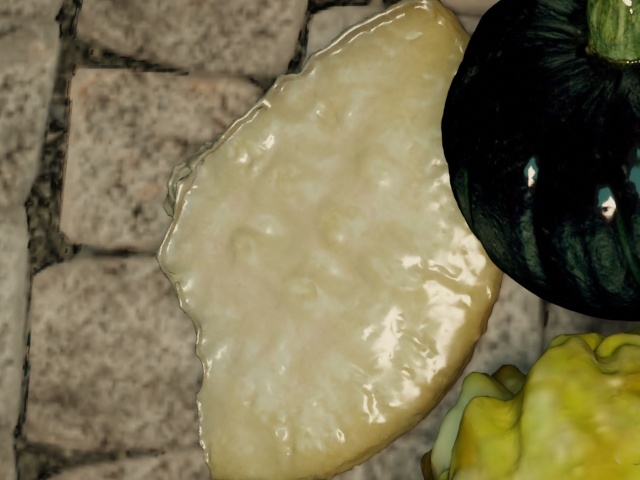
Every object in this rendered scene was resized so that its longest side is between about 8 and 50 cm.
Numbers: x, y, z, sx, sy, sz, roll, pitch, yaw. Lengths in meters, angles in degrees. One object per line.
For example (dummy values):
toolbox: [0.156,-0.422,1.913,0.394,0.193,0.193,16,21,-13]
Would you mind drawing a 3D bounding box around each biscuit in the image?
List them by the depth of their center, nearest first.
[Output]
biscuit: [0.000,0.000,0.847,0.188,0.040,0.265,19,90,19]

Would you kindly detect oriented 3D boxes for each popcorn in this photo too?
popcorn: [0.117,0.122,0.720,0.212,0.198,0.198,27,93,43]

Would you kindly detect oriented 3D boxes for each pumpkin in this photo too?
pumpkin: [0.147,-0.052,0.737,0.194,0.150,0.194,-17,66,43]
